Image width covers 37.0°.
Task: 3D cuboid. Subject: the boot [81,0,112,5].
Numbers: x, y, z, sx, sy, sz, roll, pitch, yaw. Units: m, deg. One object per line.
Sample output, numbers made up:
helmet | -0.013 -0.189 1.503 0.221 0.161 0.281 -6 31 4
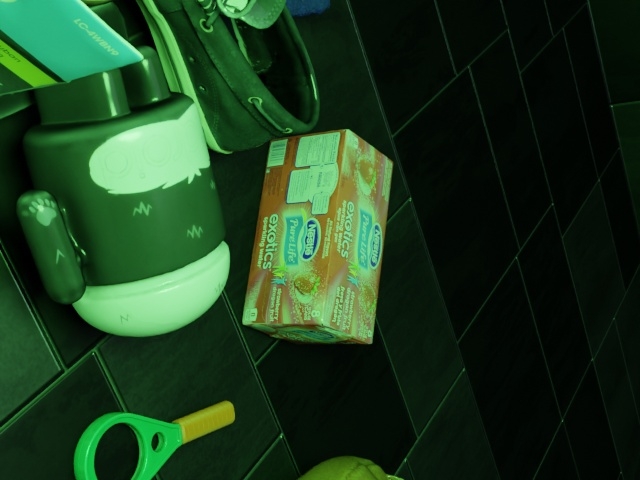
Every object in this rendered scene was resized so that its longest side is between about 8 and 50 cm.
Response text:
boot | -0.236 -0.299 0.922 0.112 0.115 0.305 52 38 -1

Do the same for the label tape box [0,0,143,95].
label tape box | -0.302 -0.206 0.634 0.249 0.347 0.115 42 54 -45

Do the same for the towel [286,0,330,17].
towel | -0.098 -0.424 1.190 0.227 0.076 0.308 -22 106 -46

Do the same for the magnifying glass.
magnifying glass | -0.177 0.220 1.057 0.231 0.026 0.092 -11 96 -53

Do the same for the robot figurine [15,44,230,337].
robot figurine | -0.189 -0.043 0.932 0.209 0.173 0.278 -18 110 -17

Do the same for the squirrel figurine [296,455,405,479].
squirrel figurine | 0.047 0.467 1.148 0.397 0.281 0.370 -36 110 -53

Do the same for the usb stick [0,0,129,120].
usb stick | -0.285 -0.166 0.919 0.278 0.045 0.077 -41 128 -48

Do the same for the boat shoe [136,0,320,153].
boat shoe | -0.108 -0.282 0.968 0.500 0.156 0.187 72 27 -49

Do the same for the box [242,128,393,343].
box | 0.000 0.000 1.234 0.122 0.128 0.257 28 64 -50
